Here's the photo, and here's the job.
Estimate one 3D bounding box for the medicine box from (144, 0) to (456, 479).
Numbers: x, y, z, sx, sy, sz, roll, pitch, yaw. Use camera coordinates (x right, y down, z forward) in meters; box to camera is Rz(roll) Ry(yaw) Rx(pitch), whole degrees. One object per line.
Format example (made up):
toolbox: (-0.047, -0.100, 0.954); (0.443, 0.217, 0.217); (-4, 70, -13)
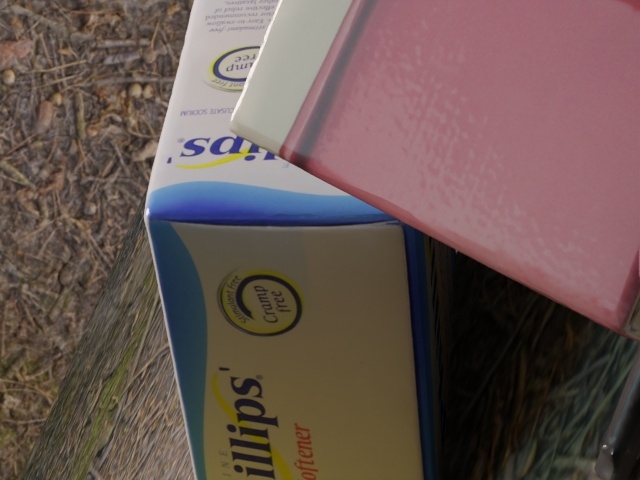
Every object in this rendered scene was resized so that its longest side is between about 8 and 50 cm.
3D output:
medicine box: (0.000, 0.000, 1.188); (0.289, 0.149, 0.263); (-83, -11, -50)

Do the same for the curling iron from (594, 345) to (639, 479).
curling iron: (0.190, -0.006, 0.895); (0.274, 0.035, 0.068); (-63, 12, 16)

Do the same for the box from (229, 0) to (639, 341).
box: (0.102, -0.050, 0.832); (0.232, 0.148, 0.127); (29, 99, 39)
